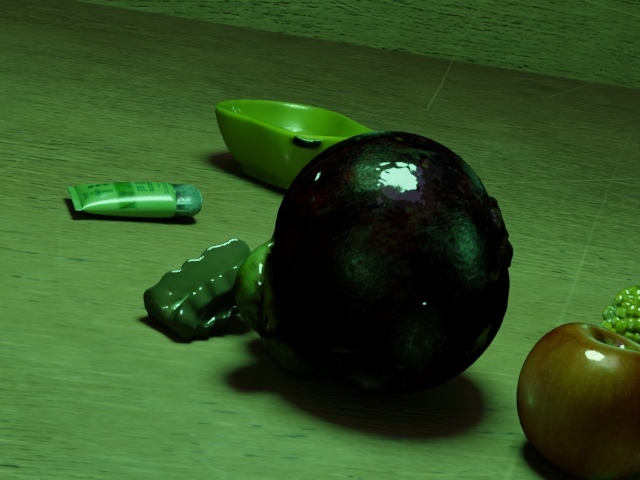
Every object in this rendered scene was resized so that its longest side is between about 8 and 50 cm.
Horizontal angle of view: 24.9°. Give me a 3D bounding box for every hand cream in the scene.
[{"bbox_3d":[-0.249,-0.056,1.955,0.175,0.046,0.095,3,21,-18],"label":"hand cream"}]

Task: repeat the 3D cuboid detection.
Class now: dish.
[{"bbox_3d":[-0.039,-0.139,2.243,0.221,0.108,0.262,-3,20,-39],"label":"dish"}]

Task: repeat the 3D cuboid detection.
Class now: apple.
[{"bbox_3d":[0.270,0.155,1.420,0.163,0.139,0.163,7,16,-2],"label":"apple"}]

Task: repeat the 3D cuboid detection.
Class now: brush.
[{"bbox_3d":[-0.057,0.020,1.640,0.301,0.071,0.084,-31,42,-26],"label":"brush"}]

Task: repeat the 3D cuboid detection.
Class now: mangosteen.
[{"bbox_3d":[0.058,0.028,1.511,0.288,0.288,0.288,10,17,-3],"label":"mangosteen"}]

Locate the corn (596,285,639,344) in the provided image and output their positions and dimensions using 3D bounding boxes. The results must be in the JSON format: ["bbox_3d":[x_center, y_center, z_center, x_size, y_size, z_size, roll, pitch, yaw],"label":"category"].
[{"bbox_3d":[0.472,0.117,1.731,0.310,0.101,0.101,9,17,2],"label":"corn"}]
